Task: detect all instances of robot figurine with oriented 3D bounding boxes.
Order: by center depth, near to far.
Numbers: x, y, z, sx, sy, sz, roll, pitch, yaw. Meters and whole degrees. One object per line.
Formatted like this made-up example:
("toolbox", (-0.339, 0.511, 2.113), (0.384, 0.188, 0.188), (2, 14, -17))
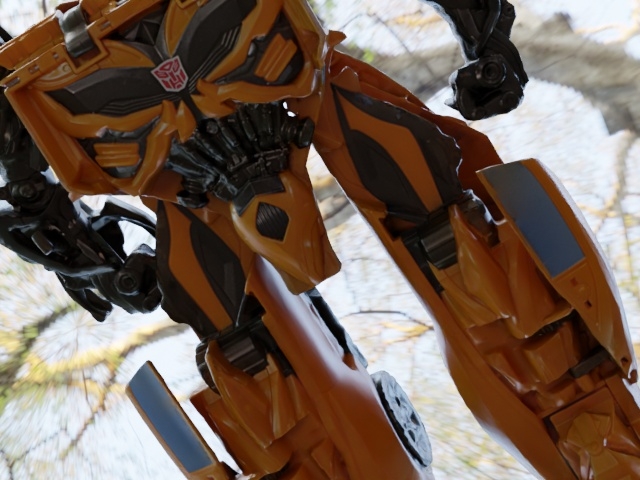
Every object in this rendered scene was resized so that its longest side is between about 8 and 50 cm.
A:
("robot figurine", (0.000, 0.000, 0.572), (0.211, 0.085, 0.291), (-31, -73, 13))
